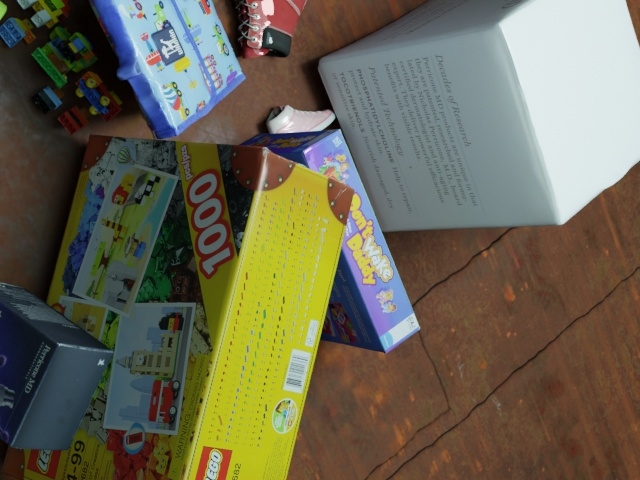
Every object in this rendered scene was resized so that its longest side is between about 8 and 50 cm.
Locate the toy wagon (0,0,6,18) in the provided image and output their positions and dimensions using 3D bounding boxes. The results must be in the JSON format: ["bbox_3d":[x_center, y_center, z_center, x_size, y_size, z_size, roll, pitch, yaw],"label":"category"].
[{"bbox_3d":[-0.524,-0.388,1.557,0.267,0.068,0.344,40,89,-22],"label":"toy wagon"}]

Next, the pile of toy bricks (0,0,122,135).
[{"bbox_3d":[-0.360,-0.262,1.703,0.212,0.118,0.105,53,35,-7],"label":"pile of toy bricks"}]

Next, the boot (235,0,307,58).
[{"bbox_3d":[-0.126,-0.388,1.857,0.244,0.088,0.176,25,80,-37],"label":"boot"}]

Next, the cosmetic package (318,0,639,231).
[{"bbox_3d":[0.280,-0.229,1.937,0.329,0.394,0.327,-35,111,-37],"label":"cosmetic package"}]

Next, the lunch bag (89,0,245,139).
[{"bbox_3d":[-0.236,-0.272,1.661,0.293,0.138,0.220,-67,137,-66],"label":"lunch bag"}]

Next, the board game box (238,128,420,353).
[{"bbox_3d":[0.000,0.000,1.871,0.078,0.233,0.347,-33,110,-29],"label":"board game box"}]

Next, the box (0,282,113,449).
[{"bbox_3d":[-0.401,0.163,1.572,0.108,0.207,0.153,19,97,-56],"label":"box"}]

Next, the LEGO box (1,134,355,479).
[{"bbox_3d":[-0.200,0.124,1.636,0.193,0.373,0.499,20,80,-48],"label":"LEGO box"}]

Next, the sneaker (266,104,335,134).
[{"bbox_3d":[-0.035,-0.201,1.947,0.134,0.051,0.070,-35,103,-34],"label":"sneaker"}]
